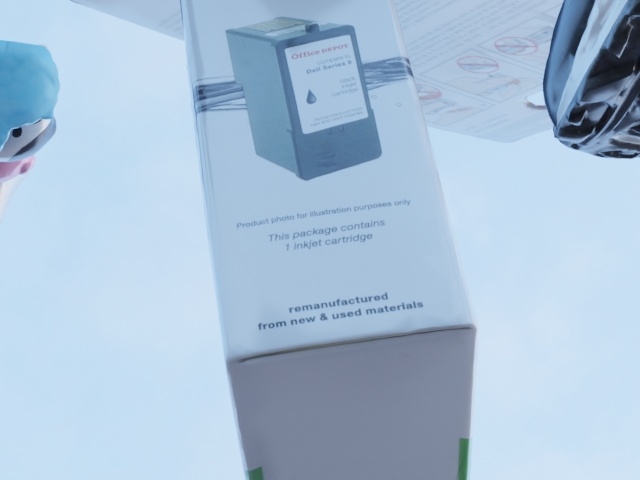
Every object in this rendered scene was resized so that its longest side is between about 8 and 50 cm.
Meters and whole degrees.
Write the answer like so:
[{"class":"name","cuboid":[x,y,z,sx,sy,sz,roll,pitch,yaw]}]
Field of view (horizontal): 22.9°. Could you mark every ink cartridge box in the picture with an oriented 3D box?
[{"class":"ink cartridge box","cuboid":[0.000,0.000,0.875,0.121,0.289,0.211,-8,-39,-2]},{"class":"ink cartridge box","cuboid":[0.062,-0.183,1.042,0.385,0.091,0.308,15,-18,-27]}]

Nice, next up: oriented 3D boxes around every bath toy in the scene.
[{"class":"bath toy","cuboid":[-0.328,-0.077,1.464,0.151,0.348,0.129,5,-104,-13]}]

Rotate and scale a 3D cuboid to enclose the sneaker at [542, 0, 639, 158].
[{"class":"sneaker","cuboid":[0.132,-0.139,0.426,0.100,0.108,0.272,2,-52,-29]}]
